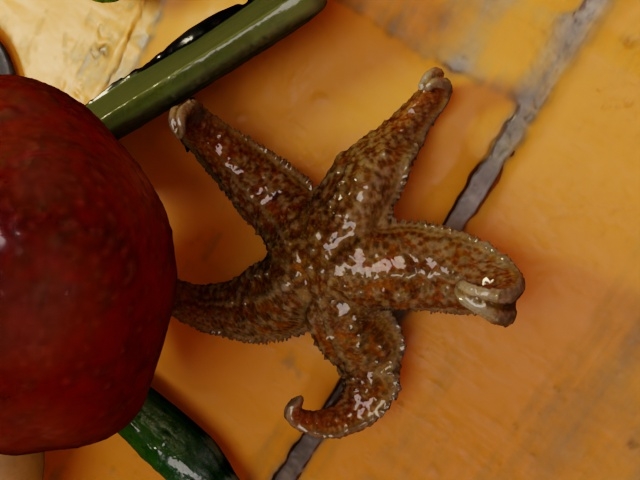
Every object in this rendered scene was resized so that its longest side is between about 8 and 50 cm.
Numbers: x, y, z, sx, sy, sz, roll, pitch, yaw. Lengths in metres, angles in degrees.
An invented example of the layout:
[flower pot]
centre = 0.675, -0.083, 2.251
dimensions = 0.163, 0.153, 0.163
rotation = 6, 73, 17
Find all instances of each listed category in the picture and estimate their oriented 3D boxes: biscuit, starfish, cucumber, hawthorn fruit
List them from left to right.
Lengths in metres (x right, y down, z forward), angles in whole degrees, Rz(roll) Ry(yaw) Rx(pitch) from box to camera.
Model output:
[hawthorn fruit]
centre = -0.226, 0.039, 0.615
dimensions = 0.265, 0.265, 0.307
rotation = -2, 136, 21
[cucumber]
centre = -0.151, 0.172, 0.747
dimensions = 0.250, 0.056, 0.056
rotation = 38, 106, 16
[biscuit]
centre = -0.122, -0.139, 0.695
dimensions = 0.322, 0.099, 0.038
rotation = -26, 118, 20
[starfish]
centre = -0.001, -0.003, 0.647
dimensions = 0.303, 0.113, 0.312
rotation = 44, 111, 13

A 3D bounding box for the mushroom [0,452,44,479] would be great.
[mushroom]
centre = -0.425, 0.170, 0.756
dimensions = 0.315, 0.315, 0.356
rotation = -29, 118, 21

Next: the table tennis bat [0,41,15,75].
[table tennis bat]
centre = -0.443, -0.165, 0.786
dimensions = 0.301, 0.022, 0.173
rotation = 19, 86, -4

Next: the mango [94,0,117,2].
[mango]
centre = -0.215, -0.287, 0.713
dimensions = 0.178, 0.100, 0.119
rotation = 50, 145, 2
